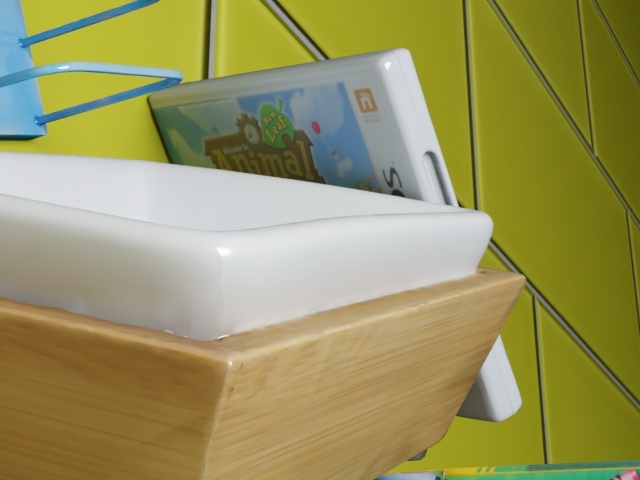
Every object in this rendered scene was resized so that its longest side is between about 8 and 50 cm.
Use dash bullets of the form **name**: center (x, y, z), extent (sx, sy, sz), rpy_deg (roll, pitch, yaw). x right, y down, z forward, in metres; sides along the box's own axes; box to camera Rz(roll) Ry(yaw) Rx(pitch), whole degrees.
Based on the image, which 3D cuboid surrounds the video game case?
- **video game case**: center (0.000, 0.000, 0.715), extent (0.023, 0.212, 0.193), rpy_deg (-30, 108, -34)

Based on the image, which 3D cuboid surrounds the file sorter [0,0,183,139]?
- **file sorter**: center (-0.141, -0.139, 0.584), extent (0.118, 0.104, 0.170), rpy_deg (-9, 86, -66)

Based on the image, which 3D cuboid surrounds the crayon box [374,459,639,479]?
- **crayon box**: center (0.054, 0.171, 0.641), extent (0.165, 0.278, 0.081), rpy_deg (40, 48, -54)

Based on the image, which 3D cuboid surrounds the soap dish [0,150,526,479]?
- **soap dish**: center (-0.069, 0.033, 0.528), extent (0.291, 0.229, 0.118), rpy_deg (-8, 106, -65)
